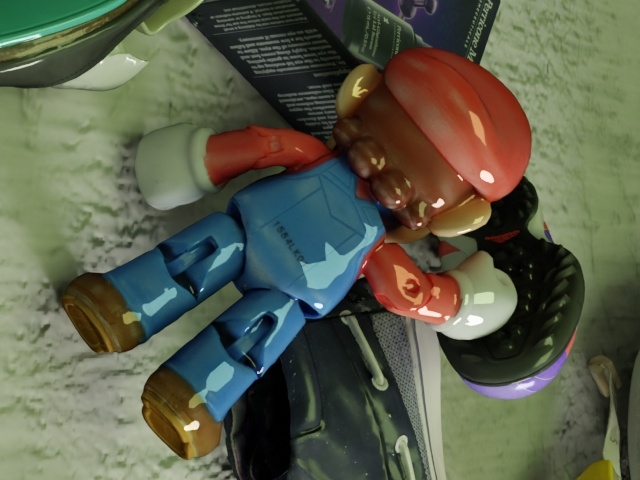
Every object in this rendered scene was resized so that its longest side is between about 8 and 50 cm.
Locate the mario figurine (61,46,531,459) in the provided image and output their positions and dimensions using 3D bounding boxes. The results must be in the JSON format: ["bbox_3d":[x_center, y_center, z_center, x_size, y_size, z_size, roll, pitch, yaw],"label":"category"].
[{"bbox_3d":[0.000,0.000,1.013,0.320,0.170,0.198,-36,124,-17],"label":"mario figurine"}]

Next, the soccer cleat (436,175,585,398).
[{"bbox_3d":[0.141,0.052,1.172,0.318,0.109,0.116,-89,165,-68],"label":"soccer cleat"}]

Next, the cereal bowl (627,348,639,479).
[{"bbox_3d":[0.375,0.176,1.490,0.339,0.141,0.339,0,90,-68],"label":"cereal bowl"}]

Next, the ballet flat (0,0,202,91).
[{"bbox_3d":[-0.122,-0.147,0.938,0.280,0.095,0.096,-40,144,-30],"label":"ballet flat"}]

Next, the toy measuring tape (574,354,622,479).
[{"bbox_3d":[0.210,0.232,1.373,0.121,0.121,0.330,59,25,-32],"label":"toy measuring tape"}]

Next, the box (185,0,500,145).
[{"bbox_3d":[0.019,-0.167,1.112,0.207,0.108,0.153,43,57,-42],"label":"box"}]

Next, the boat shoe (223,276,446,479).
[{"bbox_3d":[0.014,0.199,1.098,0.158,0.127,0.340,-7,86,-47],"label":"boat shoe"}]
